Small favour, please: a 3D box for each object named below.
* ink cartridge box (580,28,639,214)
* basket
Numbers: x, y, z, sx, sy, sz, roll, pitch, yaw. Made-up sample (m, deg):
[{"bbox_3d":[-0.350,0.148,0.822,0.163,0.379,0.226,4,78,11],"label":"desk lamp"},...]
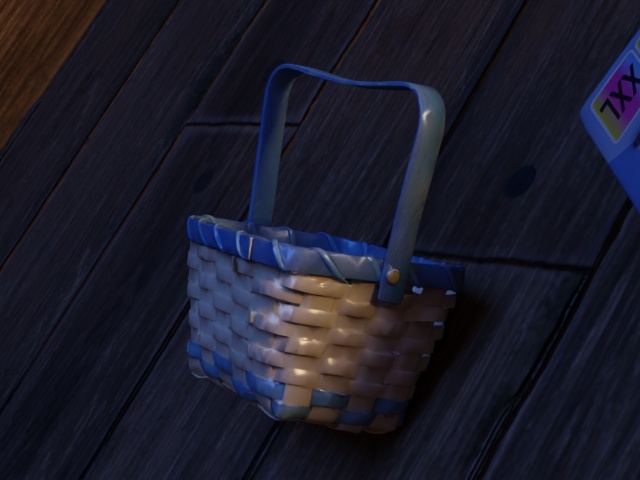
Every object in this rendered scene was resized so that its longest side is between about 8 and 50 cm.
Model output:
[{"bbox_3d":[0.335,-0.054,0.853,0.270,0.151,0.395,-56,27,23],"label":"ink cartridge box"},{"bbox_3d":[0.000,0.000,1.235,0.254,0.201,0.289,22,106,60],"label":"basket"}]
